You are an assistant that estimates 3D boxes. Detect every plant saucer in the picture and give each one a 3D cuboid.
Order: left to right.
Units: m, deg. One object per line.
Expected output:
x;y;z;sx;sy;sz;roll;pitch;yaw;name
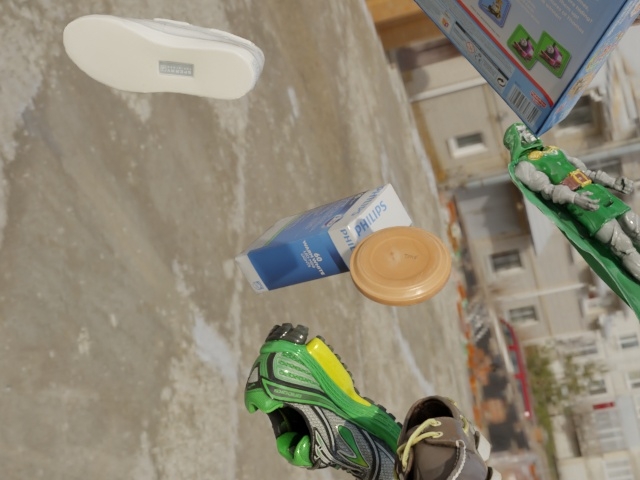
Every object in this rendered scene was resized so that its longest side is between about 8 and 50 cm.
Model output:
0.065;0.018;0.718;0.013;0.083;0.083;82;7;-47;plant saucer

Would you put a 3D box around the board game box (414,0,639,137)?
0.139;-0.186;0.586;0.160;0.039;0.211;52;-19;15;board game box

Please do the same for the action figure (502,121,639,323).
0.253;-0.029;0.815;0.137;0.063;0.232;-21;57;-41;action figure

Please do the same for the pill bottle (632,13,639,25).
0.442;-0.341;1.086;0.221;0.121;0.121;-164;-122;-73;pill bottle

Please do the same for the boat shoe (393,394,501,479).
0.131;0.249;0.988;0.096;0.116;0.324;51;9;5;boat shoe

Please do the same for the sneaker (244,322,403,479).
0.010;0.281;1.243;0.343;0.134;0.146;49;55;-21;sneaker

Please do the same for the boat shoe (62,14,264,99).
-0.141;-0.175;0.806;0.063;0.184;0.066;-65;158;-59;boat shoe

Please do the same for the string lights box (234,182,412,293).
0.000;0.000;1.387;0.133;0.260;0.077;-44;110;-42;string lights box
